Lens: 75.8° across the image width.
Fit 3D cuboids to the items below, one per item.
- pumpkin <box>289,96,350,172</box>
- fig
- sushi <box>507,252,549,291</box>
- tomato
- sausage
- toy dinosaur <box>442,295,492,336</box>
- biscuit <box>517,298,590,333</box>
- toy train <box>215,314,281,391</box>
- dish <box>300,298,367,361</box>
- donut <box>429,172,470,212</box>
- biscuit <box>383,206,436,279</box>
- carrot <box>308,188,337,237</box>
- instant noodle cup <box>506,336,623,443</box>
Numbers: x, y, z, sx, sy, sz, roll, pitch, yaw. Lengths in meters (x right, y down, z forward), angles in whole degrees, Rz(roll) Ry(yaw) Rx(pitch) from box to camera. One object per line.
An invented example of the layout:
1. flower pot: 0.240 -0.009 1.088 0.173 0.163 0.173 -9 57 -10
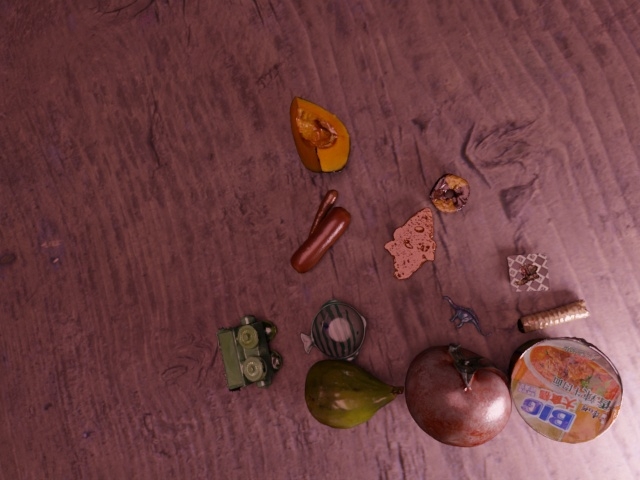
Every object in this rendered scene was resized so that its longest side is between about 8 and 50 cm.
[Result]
1. pumpkin: 0.000 -0.390 1.574 0.169 0.148 0.312 -18 88 -27
2. fig: 0.085 0.507 1.357 0.314 0.233 0.233 -18 77 52
3. sushi: 0.698 0.108 1.383 0.120 0.026 0.126 -4 79 16
4. tomato: 0.417 0.469 1.271 0.317 0.317 0.282 14 104 15
5. sausage: 0.000 0.000 1.535 0.089 0.083 0.300 40 94 19
6. toy dinosaur: 0.491 0.264 1.407 0.197 0.045 0.080 41 92 23
7. biscuit: 0.755 0.248 1.339 0.219 0.055 0.061 -18 70 12
8. toy train: -0.264 0.417 1.526 0.188 0.159 0.271 -19 80 21
9. dish: 0.055 0.330 1.487 0.246 0.078 0.224 -22 76 9
10. donut: 0.455 -0.163 1.452 0.141 0.059 0.140 -2 83 13
11. biscuit: 0.330 0.010 1.475 0.183 0.043 0.280 21 85 11
12. carrot: 0.003 -0.099 1.569 0.048 0.048 0.216 31 97 15
13. instant noodle cup: 0.709 0.427 1.249 0.297 0.214 0.296 -1 84 13
